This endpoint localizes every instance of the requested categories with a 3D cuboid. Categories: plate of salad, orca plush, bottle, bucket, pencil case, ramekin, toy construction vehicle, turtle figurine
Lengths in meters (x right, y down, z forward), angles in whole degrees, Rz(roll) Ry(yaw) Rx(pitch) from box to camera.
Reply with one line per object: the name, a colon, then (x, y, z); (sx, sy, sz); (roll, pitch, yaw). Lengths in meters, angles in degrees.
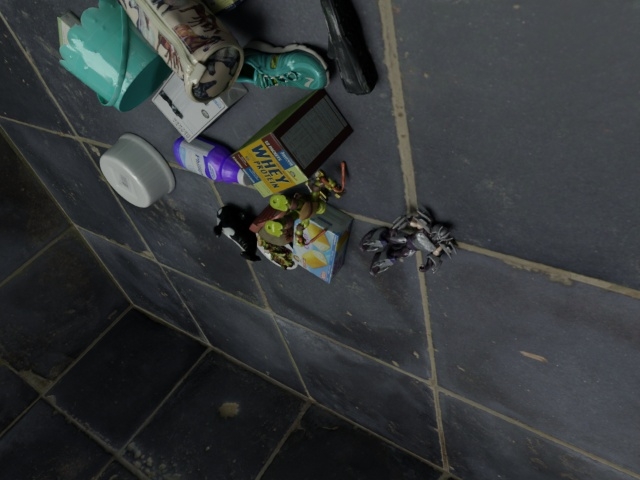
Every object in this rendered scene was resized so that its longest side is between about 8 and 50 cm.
plate of salad: (-0.168, 0.038, 1.866); (0.200, 0.048, 0.199); (27, 146, 20)
orca plush: (-0.285, -0.050, 1.772); (0.287, 0.151, 0.102); (-113, 30, -50)
bottle: (-0.333, -0.247, 1.630); (0.283, 0.092, 0.118); (24, 145, 24)
bucket: (-0.520, -0.488, 1.366); (0.183, 0.281, 0.281); (42, 149, -9)
pencil case: (-0.336, -0.494, 1.144); (0.410, 0.184, 0.160); (51, 123, 11)
ramekin: (-0.704, -0.257, 1.975); (0.277, 0.135, 0.277); (27, 147, 19)
toy construction vehicle: (0.011, -0.145, 1.449); (0.098, 0.035, 0.086); (44, 149, -8)
turtle figurine: (-0.045, -0.093, 1.354); (0.087, 0.217, 0.269); (41, 120, 24)

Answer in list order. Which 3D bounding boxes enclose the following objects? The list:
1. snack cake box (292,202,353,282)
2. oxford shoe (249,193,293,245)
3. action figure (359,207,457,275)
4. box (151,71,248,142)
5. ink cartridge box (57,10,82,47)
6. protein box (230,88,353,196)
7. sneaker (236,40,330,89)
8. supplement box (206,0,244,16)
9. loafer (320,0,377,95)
snack cake box: (0.000, 0.000, 1.597); (0.152, 0.089, 0.264); (29, 147, 15)
oxford shoe: (-0.122, -0.054, 1.611); (0.130, 0.123, 0.348); (41, 168, -9)
action figure: (0.231, 0.011, 1.359); (0.285, 0.099, 0.185); (-18, 112, 51)
box: (-0.344, -0.403, 1.446); (0.169, 0.087, 0.290); (50, 148, -17)
ink cartridge box: (-0.730, -0.587, 1.658); (0.235, 0.056, 0.171); (43, 148, -1)
protein box: (-0.070, -0.234, 1.258); (0.136, 0.201, 0.200); (52, 147, -18)
sneaker: (-0.099, -0.383, 1.189); (0.276, 0.110, 0.107); (17, 142, 32)
supplement box: (-0.215, -0.554, 1.143); (0.083, 0.056, 0.083); (2, 132, 47)
loafer: (0.044, -0.394, 1.051); (0.078, 0.076, 0.223); (3, 138, 35)
